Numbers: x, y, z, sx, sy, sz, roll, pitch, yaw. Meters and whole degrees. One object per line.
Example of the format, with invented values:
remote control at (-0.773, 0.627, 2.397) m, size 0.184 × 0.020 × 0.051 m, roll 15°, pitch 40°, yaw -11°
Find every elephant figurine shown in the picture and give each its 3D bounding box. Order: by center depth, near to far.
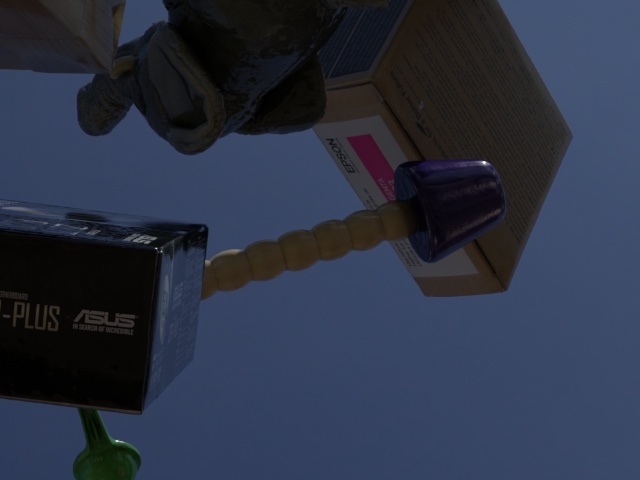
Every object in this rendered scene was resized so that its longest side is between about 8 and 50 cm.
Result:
elephant figurine at (-0.072, -0.130, 1.280) m, size 0.169 × 0.186 × 0.239 m, roll 8°, pitch -58°, yaw -14°

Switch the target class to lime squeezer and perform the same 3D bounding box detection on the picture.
lime squeezer at (-0.171, 0.219, 1.458) m, size 0.059 × 0.110 × 0.310 m, roll -9°, pitch -76°, yaw 12°

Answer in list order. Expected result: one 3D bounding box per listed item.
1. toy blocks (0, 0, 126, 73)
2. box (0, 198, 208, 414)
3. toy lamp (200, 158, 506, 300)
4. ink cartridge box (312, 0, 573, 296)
toy blocks at (-0.273, -0.178, 0.882) m, size 0.261 × 0.381 × 0.191 m, roll 47°, pitch -132°, yaw -67°
box at (-0.140, 0.025, 0.874) m, size 0.147 × 0.180 × 0.077 m, roll 7°, pitch -86°, yaw 3°
toy lamp at (0.000, 0.000, 1.294) m, size 0.275 × 0.080 × 0.080 m, roll -15°, pitch -64°, yaw -13°
ink cartridge box at (0.098, -0.101, 1.468) m, size 0.234 × 0.088 × 0.193 m, roll 56°, pitch -134°, yaw -31°
